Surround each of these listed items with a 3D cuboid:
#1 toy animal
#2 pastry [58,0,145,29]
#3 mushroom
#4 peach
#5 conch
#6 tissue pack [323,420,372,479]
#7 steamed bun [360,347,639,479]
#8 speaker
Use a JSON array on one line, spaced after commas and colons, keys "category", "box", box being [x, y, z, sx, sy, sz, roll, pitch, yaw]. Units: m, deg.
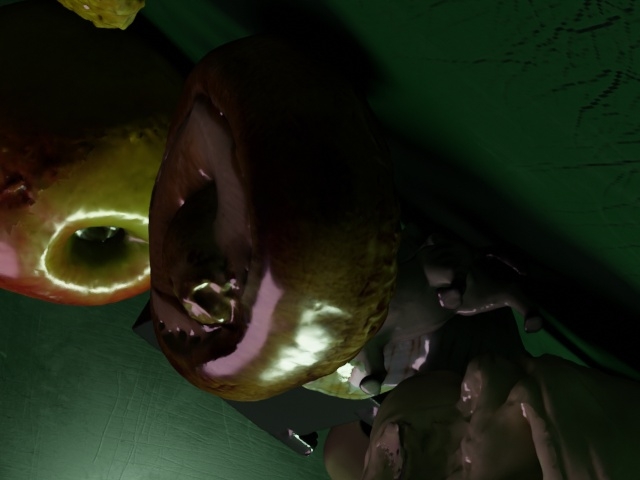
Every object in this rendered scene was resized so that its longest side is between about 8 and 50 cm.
[{"category": "toy animal", "box": [0.053, 0.045, 1.000, 0.176, 0.217, 0.073, -95, -16, -65]}, {"category": "pastry", "box": [-0.147, -0.203, 0.692, 0.189, 0.103, 0.189, 39, 175, 4]}, {"category": "mushroom", "box": [-0.039, -0.016, 0.883, 0.153, 0.253, 0.253, 5, -170, -26]}, {"category": "peach", "box": [-0.273, -0.100, 1.350, 0.372, 0.373, 0.290, 35, 144, 36]}, {"category": "conch", "box": [0.096, 0.072, 1.143, 0.386, 0.169, 0.203, 7, -165, 0]}, {"category": "tissue pack", "box": [0.190, 0.290, 1.571, 0.387, 0.267, 0.277, 35, 177, 45]}, {"category": "steamed bun", "box": [0.161, 0.218, 0.976, 0.275, 0.206, 0.320, 25, 151, -7]}, {"category": "speaker", "box": [-0.023, 0.078, 1.391, 0.254, 0.184, 0.232, 39, 147, -17]}]
